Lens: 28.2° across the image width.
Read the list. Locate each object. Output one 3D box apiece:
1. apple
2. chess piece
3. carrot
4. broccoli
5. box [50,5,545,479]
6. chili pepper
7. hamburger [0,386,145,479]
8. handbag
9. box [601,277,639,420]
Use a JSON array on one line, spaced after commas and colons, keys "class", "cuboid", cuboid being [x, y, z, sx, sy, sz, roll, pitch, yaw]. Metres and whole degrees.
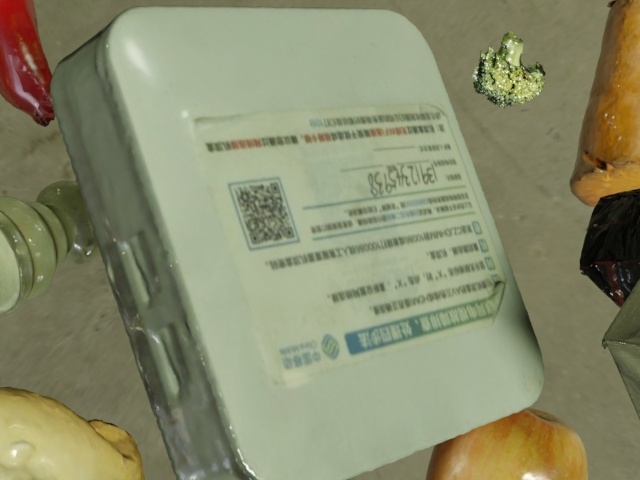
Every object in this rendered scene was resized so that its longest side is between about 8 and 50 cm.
[{"class": "apple", "cuboid": [0.204, 0.270, 1.403, 0.199, 0.199, 0.199, 0, 90, -5]}, {"class": "chess piece", "cuboid": [-0.330, -0.015, 1.620, 0.251, 0.144, 0.144, -28, 93, -47]}, {"class": "carrot", "cuboid": [0.415, -0.181, 1.629, 0.195, 0.196, 0.254, 6, 75, -5]}, {"class": "broccoli", "cuboid": [0.234, -0.208, 1.562, 0.097, 0.095, 0.092, 16, 106, -1]}, {"class": "box", "cuboid": [-0.001, 0.000, 1.065, 0.396, 0.111, 0.397, -10, 77, -46]}, {"class": "chili pepper", "cuboid": [-0.366, -0.293, 1.368, 0.110, 0.110, 0.388, -16, 122, -5]}, {"class": "hamburger", "cuboid": [-0.191, 0.173, 0.475, 0.330, 0.209, 0.162, -21, 61, -23]}, {"class": "handbag", "cuboid": [0.388, 0.032, 1.314, 0.215, 0.169, 0.155, 38, 60, -32]}, {"class": "box", "cuboid": [0.357, 0.059, 1.026, 0.231, 0.155, 0.149, -52, 127, -31]}]
